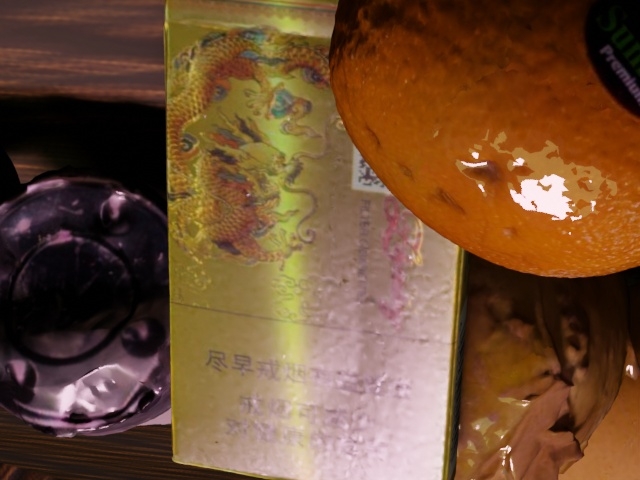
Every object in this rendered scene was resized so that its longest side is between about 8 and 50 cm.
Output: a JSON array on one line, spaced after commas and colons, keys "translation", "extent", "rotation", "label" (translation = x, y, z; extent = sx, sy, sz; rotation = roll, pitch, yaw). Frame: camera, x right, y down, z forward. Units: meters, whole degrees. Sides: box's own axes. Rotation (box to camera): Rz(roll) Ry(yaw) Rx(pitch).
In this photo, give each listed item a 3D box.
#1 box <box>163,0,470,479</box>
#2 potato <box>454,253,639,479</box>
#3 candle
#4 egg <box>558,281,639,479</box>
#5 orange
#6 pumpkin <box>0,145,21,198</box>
[{"translation": [0.000, 0.000, 1.050], "extent": [0.173, 0.311, 0.043], "rotation": [7, -152, 12], "label": "box"}, {"translation": [0.074, 0.022, 1.219], "extent": [0.300, 0.196, 0.246], "rotation": [45, -176, -6], "label": "potato"}, {"translation": [-0.126, 0.047, 1.368], "extent": [0.187, 0.187, 0.330], "rotation": [6, 178, 15], "label": "candle"}, {"translation": [0.300, 0.143, 1.340], "extent": [0.322, 0.250, 0.250], "rotation": [7, 164, 6], "label": "egg"}, {"translation": [0.104, -0.079, 0.816], "extent": [0.206, 0.206, 0.206], "rotation": [10, 164, 3], "label": "orange"}, {"translation": [-0.314, -0.031, 1.343], "extent": [0.202, 0.140, 0.202], "rotation": [9, 167, 2], "label": "pumpkin"}]
